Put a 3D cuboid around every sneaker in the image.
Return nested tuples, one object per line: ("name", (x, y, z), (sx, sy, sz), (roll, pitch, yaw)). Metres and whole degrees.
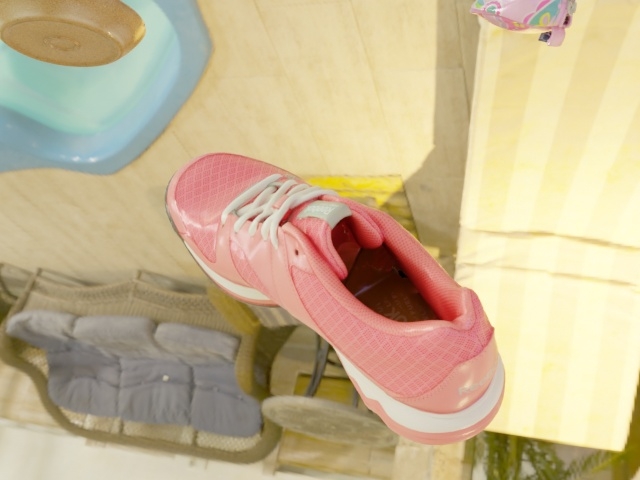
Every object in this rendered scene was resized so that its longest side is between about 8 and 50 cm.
("sneaker", (0.001, 0.000, 0.474), (0.313, 0.116, 0.136), (35, 156, 28))

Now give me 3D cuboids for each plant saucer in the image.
("plant saucer", (-0.134, -0.109, 0.352), (0.083, 0.015, 0.083), (1, 172, 0))

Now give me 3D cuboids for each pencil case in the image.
("pencil case", (0.263, -0.366, 0.736), (0.124, 0.124, 0.284), (14, 113, -1))
